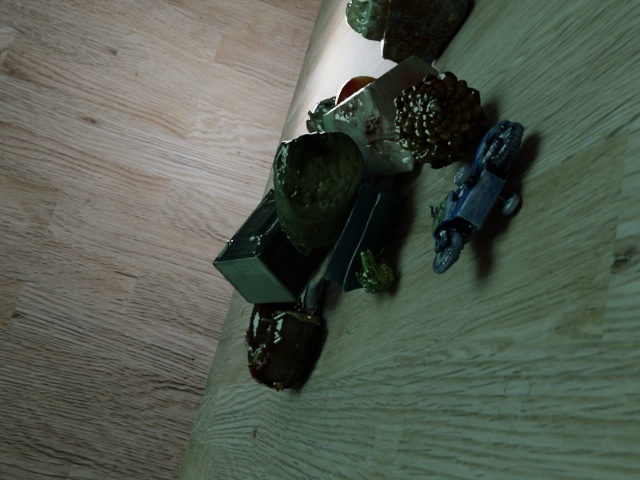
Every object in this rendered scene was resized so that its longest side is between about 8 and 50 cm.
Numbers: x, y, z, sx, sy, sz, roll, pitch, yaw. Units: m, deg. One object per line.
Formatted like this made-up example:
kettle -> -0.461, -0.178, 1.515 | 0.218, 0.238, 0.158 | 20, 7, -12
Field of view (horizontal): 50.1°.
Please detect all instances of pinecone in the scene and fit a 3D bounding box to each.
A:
pinecone -> 0.206, -0.199, 1.184 | 0.173, 0.173, 0.174 | -161, 90, -77

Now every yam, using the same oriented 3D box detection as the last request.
yam -> -0.010, -0.108, 1.483 | 0.300, 0.195, 0.195 | 98, -174, -71

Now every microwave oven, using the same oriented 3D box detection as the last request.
microwave oven -> -0.100, -0.006, 1.768 | 0.237, 0.181, 0.295 | -10, 37, 50

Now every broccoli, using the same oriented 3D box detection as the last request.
broccoli -> 0.108, 0.057, 1.352 | 0.095, 0.097, 0.092 | 10, 120, 58

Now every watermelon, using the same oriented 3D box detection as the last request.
watermelon -> 0.142, -0.251, 1.502 | 0.310, 0.193, 0.232 | -33, 10, 17

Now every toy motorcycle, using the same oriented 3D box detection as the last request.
toy motorcycle -> 0.228, -0.066, 1.024 | 0.254, 0.092, 0.135 | -61, 4, 3

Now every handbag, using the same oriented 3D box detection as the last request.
handbag -> 0.097, -0.004, 1.416 | 0.144, 0.057, 0.221 | 5, -71, -59

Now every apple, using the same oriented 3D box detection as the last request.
apple -> 0.112, -0.335, 1.748 | 0.139, 0.163, 0.163 | -61, 8, -21

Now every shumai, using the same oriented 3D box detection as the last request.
shumai -> 0.058, -0.346, 1.920 | 0.184, 0.185, 0.218 | -84, 18, -44

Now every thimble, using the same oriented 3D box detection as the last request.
thimble -> 0.174, -0.591, 1.683 | 0.196, 0.229, 0.148 | 49, 140, 34

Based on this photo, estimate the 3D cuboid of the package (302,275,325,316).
package -> -0.028, 0.188, 1.877 | 0.173, 0.027, 0.171 | 140, 144, -67

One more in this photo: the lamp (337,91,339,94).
lamp -> 0.063, -0.420, 2.321 | 0.056, 0.050, 0.198 | 132, 154, -64

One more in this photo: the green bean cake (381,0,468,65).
green bean cake -> 0.203, -0.500, 1.519 | 0.233, 0.198, 0.097 | 120, 165, -56

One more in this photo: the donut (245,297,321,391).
donut -> -0.116, 0.255, 1.830 | 0.345, 0.136, 0.259 | -120, 48, -67

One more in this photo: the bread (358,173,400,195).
bread -> 0.116, -0.066, 1.574 | 0.207, 0.056, 0.286 | 141, 145, -70
